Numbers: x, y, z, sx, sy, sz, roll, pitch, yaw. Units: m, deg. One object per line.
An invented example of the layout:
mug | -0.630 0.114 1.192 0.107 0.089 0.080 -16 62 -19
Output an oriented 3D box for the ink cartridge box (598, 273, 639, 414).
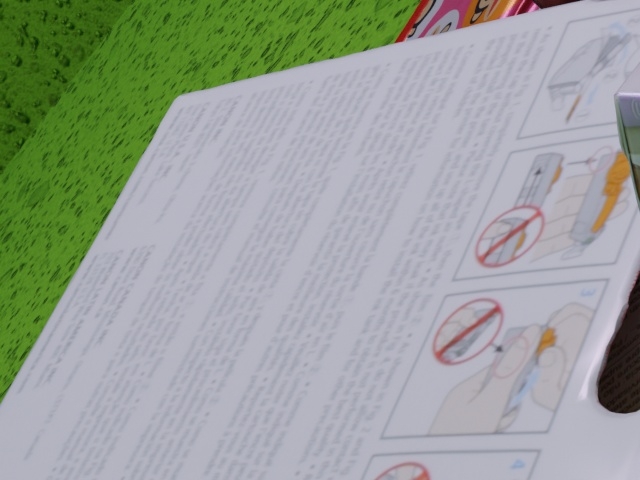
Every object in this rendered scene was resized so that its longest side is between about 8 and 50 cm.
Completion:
ink cartridge box | 0.145 0.118 0.637 0.270 0.151 0.395 -43 19 27

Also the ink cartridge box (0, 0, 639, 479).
ink cartridge box | 0.031 0.049 0.737 0.385 0.091 0.308 -7 45 42

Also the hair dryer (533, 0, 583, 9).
hair dryer | 0.173 -0.180 0.801 0.223 0.080 0.293 -45 23 13

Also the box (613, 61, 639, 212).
box | 0.239 -0.024 0.500 0.324 0.063 0.067 6 40 35

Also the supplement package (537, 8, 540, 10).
supplement package | 0.213 -0.107 0.905 0.244 0.139 0.134 -47 19 13

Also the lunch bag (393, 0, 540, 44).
lunch bag | 0.150 -0.163 1.212 0.293 0.120 0.258 -57 14 -8
